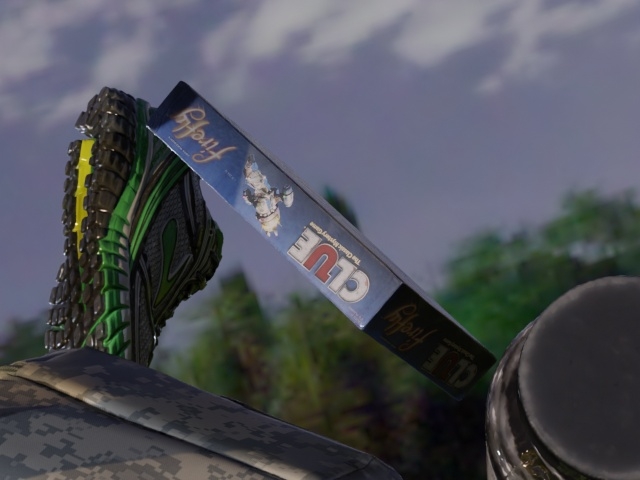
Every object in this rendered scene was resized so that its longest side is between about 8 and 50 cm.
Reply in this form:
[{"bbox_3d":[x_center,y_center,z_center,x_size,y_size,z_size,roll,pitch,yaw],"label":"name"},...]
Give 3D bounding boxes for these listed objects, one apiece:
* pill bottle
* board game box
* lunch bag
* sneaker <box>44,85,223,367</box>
[{"bbox_3d":[0.139,0.097,0.892,0.123,0.123,0.219,-17,-21,-2],"label":"pill bottle"},{"bbox_3d":[0.000,0.000,1.294,0.042,0.243,0.165,-48,-34,2],"label":"board game box"},{"bbox_3d":[-0.133,0.209,1.140,0.305,0.212,0.256,21,14,20],"label":"lunch bag"},{"bbox_3d":[-0.150,0.031,1.653,0.146,0.343,0.134,15,-26,-23],"label":"sneaker"}]
